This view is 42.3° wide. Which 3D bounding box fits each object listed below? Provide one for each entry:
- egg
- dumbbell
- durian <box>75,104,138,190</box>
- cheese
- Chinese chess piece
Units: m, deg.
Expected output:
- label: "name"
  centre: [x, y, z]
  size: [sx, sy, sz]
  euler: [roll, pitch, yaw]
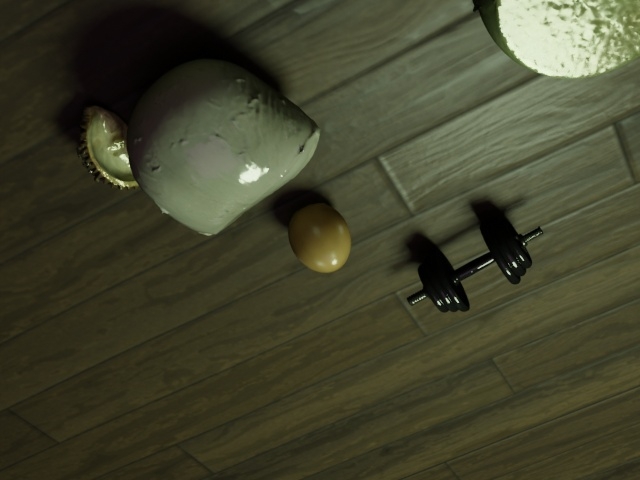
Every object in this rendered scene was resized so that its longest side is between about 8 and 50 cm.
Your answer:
- label: "egg"
  centre: [0.000, 0.000, 1.078]
  size: [0.080, 0.096, 0.080]
  euler: [-11, 149, -7]
- label: "dumbbell"
  centre: [0.212, 0.036, 1.144]
  size: [0.208, 0.099, 0.099]
  euler: [-30, 130, 17]
- label: "durian"
  centre: [-0.245, -0.101, 0.973]
  size: [0.066, 0.052, 0.130]
  euler: [-28, 130, 13]
- label: "cheese"
  centre: [-0.122, -0.104, 0.923]
  size: [0.198, 0.154, 0.189]
  euler: [-35, 123, 23]
- label: "Chinese chess piece"
  centre: [0.273, -0.283, 0.862]
  size: [0.237, 0.092, 0.238]
  euler: [-5, 134, -5]
